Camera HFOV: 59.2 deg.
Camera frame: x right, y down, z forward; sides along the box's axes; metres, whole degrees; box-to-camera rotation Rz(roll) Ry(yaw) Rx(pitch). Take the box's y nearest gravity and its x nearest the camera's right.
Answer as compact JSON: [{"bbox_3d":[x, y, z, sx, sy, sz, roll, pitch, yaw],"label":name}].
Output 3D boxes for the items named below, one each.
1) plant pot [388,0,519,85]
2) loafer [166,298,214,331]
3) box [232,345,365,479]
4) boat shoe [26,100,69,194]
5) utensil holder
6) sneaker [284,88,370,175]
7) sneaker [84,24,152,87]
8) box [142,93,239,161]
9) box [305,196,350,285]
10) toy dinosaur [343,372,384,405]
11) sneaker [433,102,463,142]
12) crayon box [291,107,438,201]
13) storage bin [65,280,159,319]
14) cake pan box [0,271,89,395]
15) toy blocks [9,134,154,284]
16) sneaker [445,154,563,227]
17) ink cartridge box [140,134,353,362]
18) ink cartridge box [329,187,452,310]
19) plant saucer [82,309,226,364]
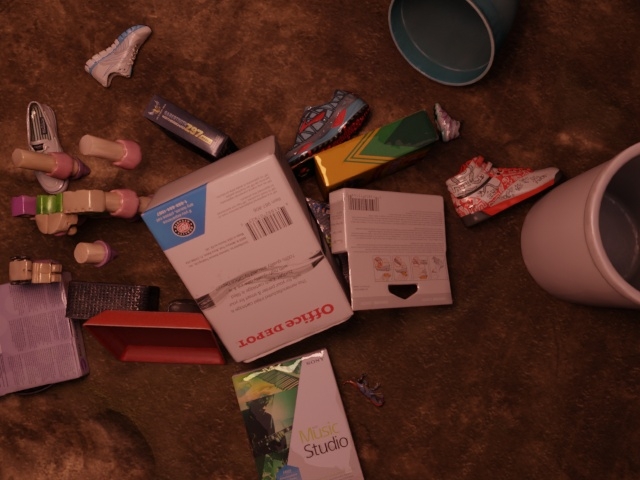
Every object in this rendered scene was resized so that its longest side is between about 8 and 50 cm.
[{"bbox_3d":[0.341,-0.551,1.318,0.272,0.271,0.255,38,70,3],"label":"plant pot"},{"bbox_3d":[-0.284,0.176,1.326,0.170,0.061,0.062,13,86,1],"label":"loafer"},{"bbox_3d":[-0.051,0.433,1.307,0.232,0.058,0.322,-17,84,-2],"label":"box"},{"bbox_3d":[-0.667,-0.222,1.351,0.083,0.076,0.226,-16,85,-2],"label":"boat shoe"},{"bbox_3d":[0.643,-0.013,1.195,0.328,0.385,0.327,0,85,0],"label":"utensil holder"},{"bbox_3d":[-0.008,-0.263,1.368,0.262,0.104,0.125,-41,69,-8],"label":"sneaker"},{"bbox_3d":[-0.479,-0.450,1.386,0.191,0.071,0.083,-39,93,4],"label":"sneaker"},{"bbox_3d":[-0.279,-0.233,1.279,0.183,0.232,0.059,29,87,3],"label":"box"},{"bbox_3d":[0.000,0.000,1.355,0.191,0.045,0.184,15,83,1],"label":"box"},{"bbox_3d":[0.114,0.357,1.336,0.090,0.047,0.082,-20,95,30],"label":"toy dinosaur"},{"bbox_3d":[0.320,-0.297,1.394,0.069,0.038,0.098,-15,94,-4],"label":"sneaker"},{"bbox_3d":[0.095,-0.179,1.297,0.319,0.202,0.081,-23,85,-2],"label":"crayon box"},{"bbox_3d":[-0.475,0.140,1.296,0.180,0.122,0.084,3,84,0],"label":"storage bin"},{"bbox_3d":[-0.688,0.224,1.314,0.246,0.070,0.266,-15,85,0],"label":"cake pan box"},{"bbox_3d":[-0.501,-0.057,1.274,0.289,0.260,0.308,-3,86,27],"label":"toy blocks"},{"bbox_3d":[0.436,-0.152,1.353,0.270,0.090,0.145,-27,88,-1],"label":"sneaker"},{"bbox_3d":[-0.139,0.025,1.193,0.286,0.166,0.395,-23,114,7],"label":"ink cartridge box"},{"bbox_3d":[0.162,0.022,1.272,0.296,0.066,0.261,1,82,-33],"label":"ink cartridge box"},{"bbox_3d":[-0.348,0.213,1.240,0.259,0.258,0.047,3,62,0],"label":"plant saucer"}]
